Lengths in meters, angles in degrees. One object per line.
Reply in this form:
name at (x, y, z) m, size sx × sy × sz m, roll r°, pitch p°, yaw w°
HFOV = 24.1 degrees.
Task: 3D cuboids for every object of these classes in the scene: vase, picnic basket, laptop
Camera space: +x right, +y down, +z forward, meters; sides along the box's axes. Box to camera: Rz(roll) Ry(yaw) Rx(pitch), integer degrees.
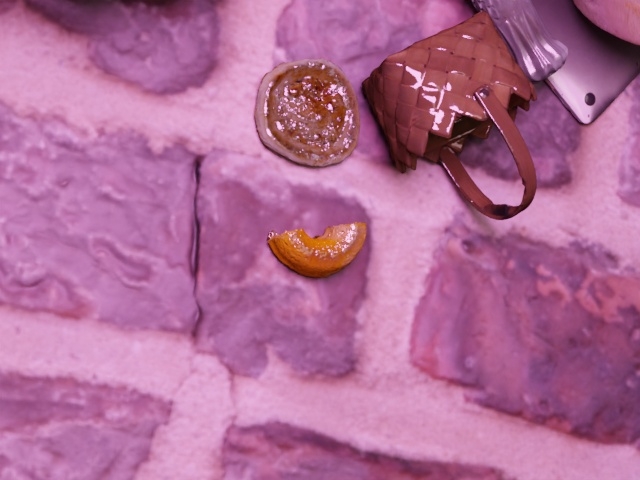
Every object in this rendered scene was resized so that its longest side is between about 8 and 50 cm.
vase at (0.173, -0.216, 1.395) m, size 0.081 × 0.081 × 0.148 m, roll -37°, pitch 107°, yaw -20°
picnic basket at (0.131, -0.099, 1.351) m, size 0.138 × 0.128 × 0.178 m, roll -27°, pitch 87°, yaw -19°
laptop at (0.289, -0.267, 1.487) m, size 0.269 × 0.015 × 0.187 m, roll -46°, pitch 103°, yaw -18°

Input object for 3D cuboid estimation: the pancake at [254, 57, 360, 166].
pancake at (-0.011, -0.115, 1.357) m, size 0.108 × 0.017 × 0.108 m, roll 3°, pitch 82°, yaw -23°

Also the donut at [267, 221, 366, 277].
donut at (0.000, 0.000, 1.343) m, size 0.083 × 0.038 × 0.067 m, roll 30°, pitch 79°, yaw -19°

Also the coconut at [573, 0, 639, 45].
coconut at (0.327, -0.284, 1.383) m, size 0.224 × 0.224 × 0.234 m, roll -61°, pitch 146°, yaw -14°
